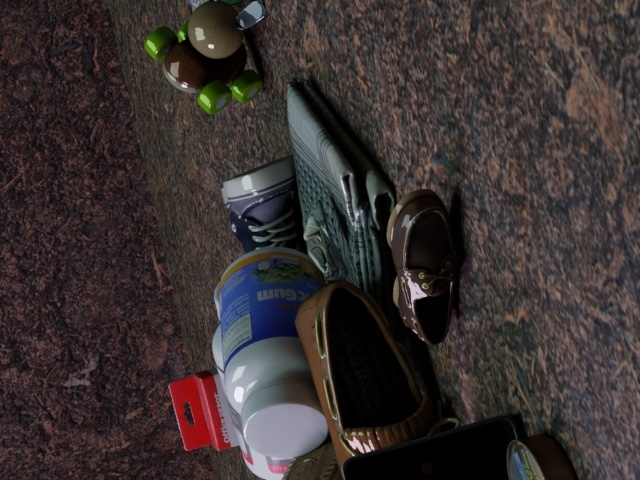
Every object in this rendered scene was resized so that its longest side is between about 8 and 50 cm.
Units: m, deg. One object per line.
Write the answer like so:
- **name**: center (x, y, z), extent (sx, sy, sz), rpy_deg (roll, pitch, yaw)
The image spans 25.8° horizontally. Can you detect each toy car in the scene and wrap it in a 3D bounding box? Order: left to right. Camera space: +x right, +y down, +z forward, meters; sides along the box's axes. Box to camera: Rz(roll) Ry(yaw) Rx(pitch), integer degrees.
- **toy car**: center (-0.150, -0.316, 2.116), extent (0.155, 0.149, 0.188), rpy_deg (45, 129, 15)

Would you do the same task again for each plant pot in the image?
- **plant pot**: center (0.135, 0.298, 1.525), extent (0.167, 0.187, 0.188), rpy_deg (86, 168, -87)

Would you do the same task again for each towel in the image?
- **towel**: center (0.025, -0.015, 1.857), extent (0.324, 0.056, 0.312), rpy_deg (-124, 24, -52)

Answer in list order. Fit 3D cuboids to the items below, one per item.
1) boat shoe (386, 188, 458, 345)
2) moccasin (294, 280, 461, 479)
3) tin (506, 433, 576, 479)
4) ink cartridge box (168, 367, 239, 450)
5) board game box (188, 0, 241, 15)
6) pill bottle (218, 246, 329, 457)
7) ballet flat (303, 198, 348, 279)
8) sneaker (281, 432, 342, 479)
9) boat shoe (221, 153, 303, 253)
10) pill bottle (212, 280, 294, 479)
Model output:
- **boat shoe**: center (0.118, 0.032, 1.513), extent (0.207, 0.073, 0.073), rpy_deg (80, 165, -50)
- **moccasin**: center (0.087, 0.227, 1.696), extent (0.147, 0.139, 0.380), rpy_deg (136, 118, -77)
- **tin**: center (0.236, 0.283, 1.377), extent (0.106, 0.040, 0.189), rpy_deg (106, 147, -72)
- **ink cartridge box**: center (-0.135, 0.281, 2.433), extent (0.078, 0.231, 0.134), rpy_deg (-176, 72, -76)
- **board game box**: center (-0.205, -0.526, 2.248), extent (0.213, 0.046, 0.317), rpy_deg (-165, 61, -73)
- **pill bottle**: center (-0.055, 0.150, 1.864), extent (0.272, 0.152, 0.152), rpy_deg (-99, 5, -47)
- **ballet flat**: center (0.000, 0.000, 1.803), extent (0.041, 0.041, 0.114), rpy_deg (109, 143, -67)
- **sneaker**: center (0.040, 0.316, 1.850), extent (0.153, 0.099, 0.282), rpy_deg (55, -155, -18)
- **boat shoe**: center (-0.070, -0.033, 2.117), extent (0.340, 0.127, 0.158), rpy_deg (166, 82, -84)
- **pill bottle**: center (-0.066, 0.199, 2.139), extent (0.176, 0.176, 0.318), rpy_deg (-127, 20, -57)
